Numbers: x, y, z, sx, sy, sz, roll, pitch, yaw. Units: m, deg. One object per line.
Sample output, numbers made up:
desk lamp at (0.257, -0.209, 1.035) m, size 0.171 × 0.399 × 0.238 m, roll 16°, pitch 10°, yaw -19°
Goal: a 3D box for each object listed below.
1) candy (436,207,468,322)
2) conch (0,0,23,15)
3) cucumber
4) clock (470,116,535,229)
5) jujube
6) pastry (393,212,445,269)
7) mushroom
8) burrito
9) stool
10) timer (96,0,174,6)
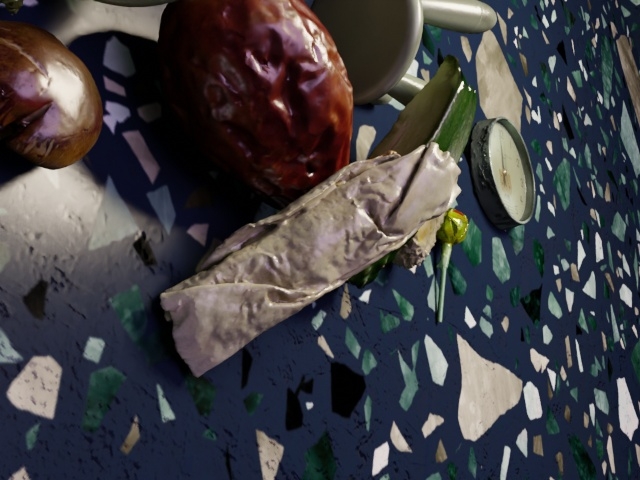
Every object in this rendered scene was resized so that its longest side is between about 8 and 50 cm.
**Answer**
candy at (0.205, 0.040, 1.330) m, size 0.058 × 0.062 × 0.194 m, roll 120°, pitch -20°, yaw -74°
conch at (-0.283, -0.253, 0.692) m, size 0.089 × 0.074 × 0.121 m, roll -22°, pitch 103°, yaw -44°
cucumber at (0.114, -0.080, 1.042) m, size 0.325 × 0.105 × 0.145 m, roll -54°, pitch 134°, yaw -5°
clock at (0.364, -0.134, 1.601) m, size 0.226 × 0.049 × 0.226 m, roll 20°, pitch 66°, yaw -51°
jujube at (-0.063, -0.159, 0.883) m, size 0.290 × 0.197 × 0.197 m, roll 59°, pitch 37°, yaw -45°
pastry at (0.150, -0.068, 1.248) m, size 0.258 × 0.089 × 0.122 m, roll -56°, pitch 137°, yaw -43°
mushroom at (-0.252, -0.119, 0.692) m, size 0.135 × 0.080 × 0.171 m, roll 48°, pitch 40°, yaw -21°
burrito at (0.000, 0.000, 0.884) m, size 0.392 × 0.076 × 0.117 m, roll -32°, pitch 114°, yaw -20°
stool at (0.106, -0.275, 1.133) m, size 0.198 × 0.195 × 0.195 m, roll 1°, pitch 109°, yaw -50°
timer at (-0.139, -0.408, 0.796) m, size 0.291 × 0.290 × 0.315 m, roll 64°, pitch 27°, yaw -19°
